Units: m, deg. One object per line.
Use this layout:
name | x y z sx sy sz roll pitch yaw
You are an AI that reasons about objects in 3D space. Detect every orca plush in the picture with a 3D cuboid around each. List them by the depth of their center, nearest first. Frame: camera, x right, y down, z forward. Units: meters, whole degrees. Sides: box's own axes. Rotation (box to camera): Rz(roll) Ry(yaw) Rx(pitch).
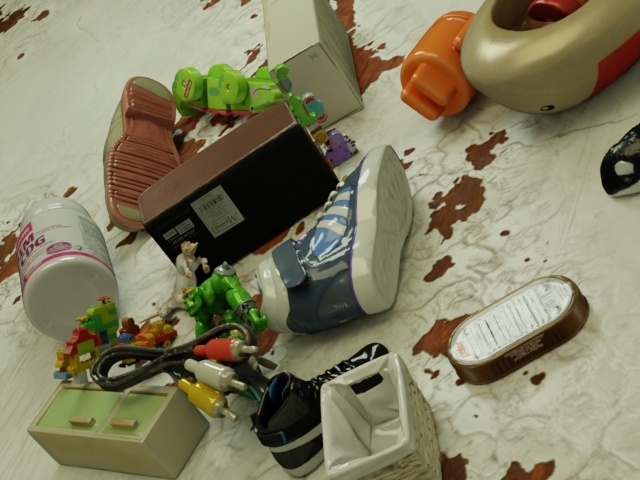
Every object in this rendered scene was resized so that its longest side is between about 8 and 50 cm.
orca plush | 0.490 -0.156 1.699 0.287 0.102 0.151 -16 36 29

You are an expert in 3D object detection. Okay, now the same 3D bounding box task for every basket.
basket | 0.074 0.237 1.571 0.113 0.103 0.167 -26 32 15

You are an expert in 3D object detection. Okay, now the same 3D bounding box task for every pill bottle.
pill bottle | -0.452 0.041 2.291 0.160 0.160 0.283 -35 31 2

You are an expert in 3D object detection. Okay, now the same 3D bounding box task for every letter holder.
letter holder | -0.145 -0.099 2.196 0.302 0.152 0.214 -33 29 4

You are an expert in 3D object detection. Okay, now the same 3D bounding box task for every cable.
cable | -0.201 0.161 1.793 0.287 0.072 0.139 9 71 30

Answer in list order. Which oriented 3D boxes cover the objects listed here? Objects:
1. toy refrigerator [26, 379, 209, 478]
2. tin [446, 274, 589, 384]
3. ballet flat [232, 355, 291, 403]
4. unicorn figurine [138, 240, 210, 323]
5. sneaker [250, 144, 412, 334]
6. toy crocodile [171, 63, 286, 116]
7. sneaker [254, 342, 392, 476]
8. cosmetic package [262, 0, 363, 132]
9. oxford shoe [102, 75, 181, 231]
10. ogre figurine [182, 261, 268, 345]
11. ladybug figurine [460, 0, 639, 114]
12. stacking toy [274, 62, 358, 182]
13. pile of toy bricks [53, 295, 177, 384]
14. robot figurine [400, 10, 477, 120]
toy refrigerator | -0.301 0.270 1.899 0.270 0.094 0.102 -2 44 42
tin | 0.246 0.110 1.643 0.190 0.040 0.106 -31 27 8
ballet flat | -0.074 0.200 1.800 0.074 0.074 0.203 -43 30 -12
unicorn figurine | -0.221 0.078 2.095 0.111 0.060 0.161 22 93 58
sneaker | 0.000 0.001 1.934 0.236 0.130 0.322 -14 42 25
toy crocodile | -0.175 -0.284 2.524 0.341 0.105 0.115 10 17 43
sneaker | 0.004 0.190 1.684 0.079 0.121 0.217 13 56 50
cosmetic package | -0.018 -0.349 2.401 0.113 0.160 0.309 -28 31 15
oxford shoe | -0.355 -0.142 2.515 0.146 0.140 0.397 -54 22 39
ogre figurine | -0.143 0.109 1.886 0.097 0.118 0.197 -19 -15 -12
ladybug figurine | 0.407 -0.351 1.987 0.449 0.162 0.305 -46 33 -16
stacking toy | 0.007 -0.182 2.096 0.052 0.221 0.167 -36 27 5
pile of toy bricks | -0.333 0.140 2.021 0.118 0.105 0.212 1 14 41
robot figurine | 0.210 -0.289 2.123 0.128 0.158 0.219 10 46 31
